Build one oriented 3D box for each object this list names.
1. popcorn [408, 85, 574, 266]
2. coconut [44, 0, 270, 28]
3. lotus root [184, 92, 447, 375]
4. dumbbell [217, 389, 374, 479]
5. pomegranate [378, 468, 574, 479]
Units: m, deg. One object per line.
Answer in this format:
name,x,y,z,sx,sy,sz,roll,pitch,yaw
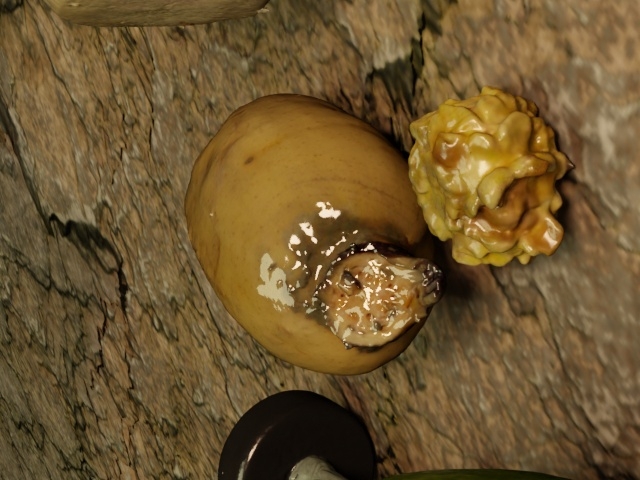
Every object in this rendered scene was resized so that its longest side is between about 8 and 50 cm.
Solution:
popcorn,0.075,-0.025,0.666,0.083,0.057,0.082,54,154,24
coconut,-0.078,-0.188,0.732,0.161,0.161,0.162,171,97,-65
lotus root,0.000,0.000,0.769,0.125,0.118,0.221,63,173,-33
dumbbell,0.022,0.159,0.878,0.191,0.100,0.100,23,131,57
pomegranate,0.124,0.223,0.619,0.359,0.216,0.309,-28,83,36
